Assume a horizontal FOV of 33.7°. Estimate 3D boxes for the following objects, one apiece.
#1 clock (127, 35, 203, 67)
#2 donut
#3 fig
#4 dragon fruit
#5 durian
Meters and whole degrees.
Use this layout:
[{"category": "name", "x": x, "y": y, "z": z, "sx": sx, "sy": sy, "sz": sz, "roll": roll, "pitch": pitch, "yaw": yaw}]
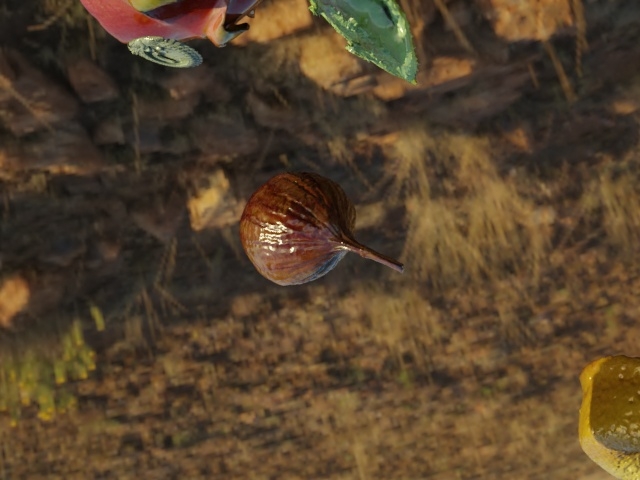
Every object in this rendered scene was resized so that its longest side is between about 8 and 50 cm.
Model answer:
[{"category": "clock", "x": -0.167, "y": -0.204, "z": 1.148, "sx": 0.074, "sy": 0.010, "sz": 0.083, "roll": -2, "pitch": 166, "yaw": 37}, {"category": "donut", "x": 0.467, "y": 0.259, "z": 1.355, "sx": 0.303, "sy": 0.110, "sz": 0.303, "roll": 22, "pitch": 160, "yaw": 8}, {"category": "fig", "x": 0.000, "y": 0.000, "z": 1.258, "sx": 0.146, "sy": 0.201, "sz": 0.134, "roll": -51, "pitch": 131, "yaw": -7}, {"category": "dragon fruit", "x": -0.149, "y": -0.383, "z": 1.280, "sx": 0.226, "sy": 0.305, "sz": 0.305, "roll": -3, "pitch": 167, "yaw": 28}, {"category": "durian", "x": 0.046, "y": -0.281, "z": 1.333, "sx": 0.215, "sy": 0.100, "sz": 0.086, "roll": 36, "pitch": 123, "yaw": -20}]
